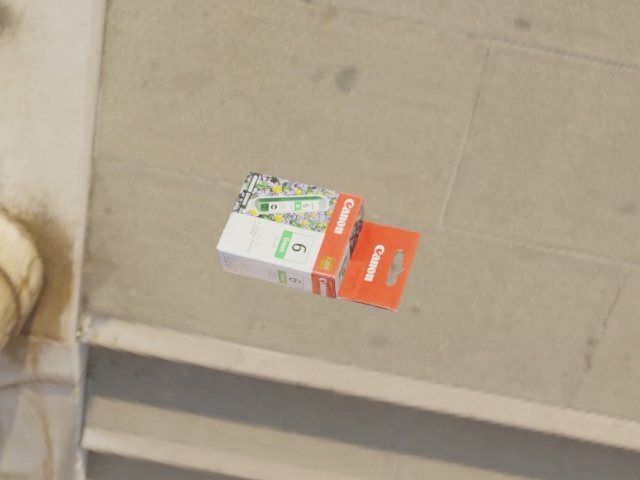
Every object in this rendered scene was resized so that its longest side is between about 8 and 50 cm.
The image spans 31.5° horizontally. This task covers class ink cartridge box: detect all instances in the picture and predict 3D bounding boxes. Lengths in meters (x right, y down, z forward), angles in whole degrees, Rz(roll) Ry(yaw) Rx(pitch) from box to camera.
[{"bbox_3d":[0.000,0.000,0.704,0.115,0.063,0.029,13,149,12],"label":"ink cartridge box"}]
